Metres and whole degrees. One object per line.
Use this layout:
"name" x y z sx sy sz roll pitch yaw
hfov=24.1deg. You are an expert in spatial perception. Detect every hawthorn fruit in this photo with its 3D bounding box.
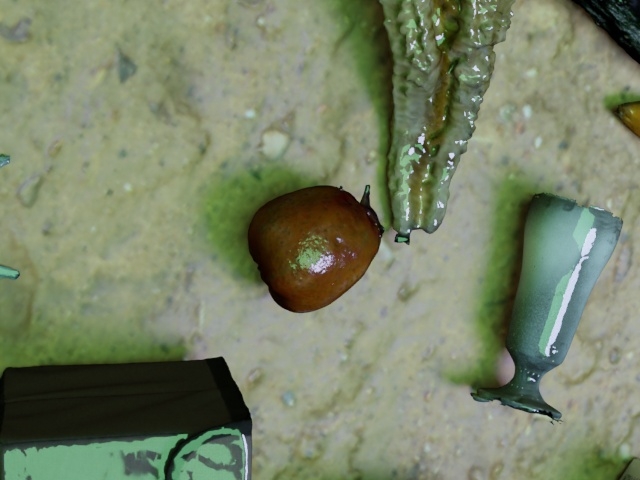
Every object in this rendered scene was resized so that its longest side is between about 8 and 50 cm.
"hawthorn fruit" 0.000 0.000 1.009 0.093 0.081 0.081 -26 102 0

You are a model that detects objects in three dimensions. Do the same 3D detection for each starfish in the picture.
"starfish" 0.081 -0.174 0.977 0.432 0.082 0.324 -27 122 14

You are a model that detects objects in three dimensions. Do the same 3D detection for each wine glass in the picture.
"wine glass" 0.160 0.048 1.069 0.072 0.072 0.155 17 90 -17

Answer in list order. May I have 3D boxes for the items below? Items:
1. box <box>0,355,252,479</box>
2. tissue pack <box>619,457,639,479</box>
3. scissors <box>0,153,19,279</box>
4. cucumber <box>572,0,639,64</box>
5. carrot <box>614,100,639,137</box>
"box" -0.130 0.213 0.932 0.153 0.188 0.252 1 98 -9
"tissue pack" 0.265 0.235 1.076 0.099 0.149 0.106 36 85 -16
"scissors" -0.318 -0.004 0.949 0.248 0.017 0.144 -6 97 -17
"cucumber" 0.198 -0.193 1.054 0.303 0.072 0.081 36 72 -17
"carrot" 0.343 -0.050 1.122 0.271 0.062 0.066 7 126 -13
